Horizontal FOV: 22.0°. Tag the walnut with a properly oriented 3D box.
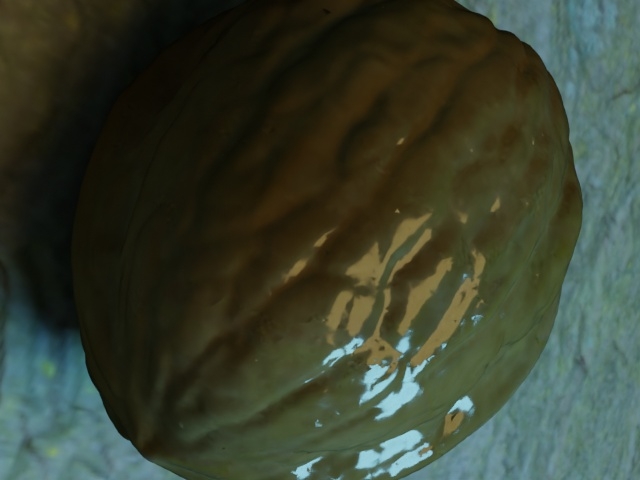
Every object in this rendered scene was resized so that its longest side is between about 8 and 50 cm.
[{"bbox_3d":[0.000,0.000,0.750,0.261,0.225,0.225,-48,141,-27],"label":"walnut"}]
